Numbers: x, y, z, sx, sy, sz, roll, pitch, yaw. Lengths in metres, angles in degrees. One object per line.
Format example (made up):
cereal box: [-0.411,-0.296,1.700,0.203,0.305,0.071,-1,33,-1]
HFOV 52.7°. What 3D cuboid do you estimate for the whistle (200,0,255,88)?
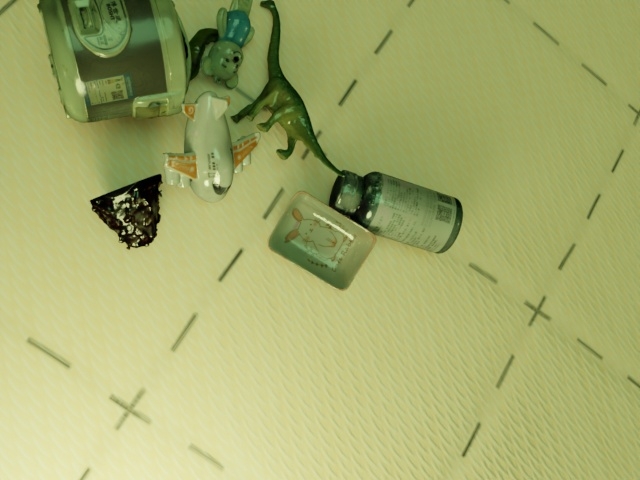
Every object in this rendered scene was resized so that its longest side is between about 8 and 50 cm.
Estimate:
whistle: [-0.197,-0.467,1.470,0.114,0.077,0.235,21,86,-48]

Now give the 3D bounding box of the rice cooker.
rice cooker: [-0.405,-0.385,1.309,0.277,0.288,0.288,-13,83,-19]

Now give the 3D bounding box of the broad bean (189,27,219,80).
broad bean: [-0.286,-0.421,1.474,0.061,0.046,0.195,40,68,-16]

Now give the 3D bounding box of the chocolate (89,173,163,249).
chocolate: [-0.378,-0.051,1.332,0.156,0.156,0.133,-25,103,-20]

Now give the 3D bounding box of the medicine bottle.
medicine bottle: [0.170,-0.073,1.491,0.293,0.141,0.141,17,74,-14]

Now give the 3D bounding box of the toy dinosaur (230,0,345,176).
toy dinosaur: [-0.054,-0.348,1.501,0.447,0.087,0.301,39,67,7]

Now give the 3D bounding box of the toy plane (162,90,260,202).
toy plane: [-0.229,-0.193,1.368,0.245,0.117,0.244,-24,124,-40]

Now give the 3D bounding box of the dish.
dish: [0.000,0.000,1.447,0.212,0.077,0.151,31,92,-9]
